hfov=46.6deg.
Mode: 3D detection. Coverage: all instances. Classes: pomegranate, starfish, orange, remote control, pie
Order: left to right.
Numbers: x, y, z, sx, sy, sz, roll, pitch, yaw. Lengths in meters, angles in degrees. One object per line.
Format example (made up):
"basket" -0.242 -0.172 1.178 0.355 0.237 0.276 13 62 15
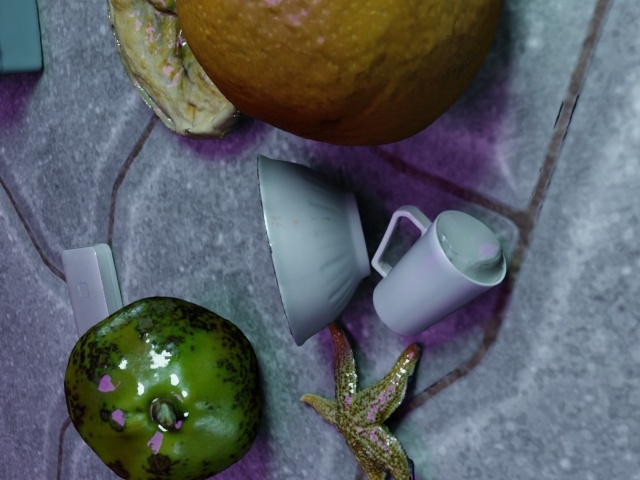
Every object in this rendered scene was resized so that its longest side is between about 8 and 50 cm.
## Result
"remote control" -0.322 0.130 1.093 0.103 0.034 0.250 -7 96 43
"pomegranate" -0.199 0.185 0.884 0.276 0.204 0.222 -23 101 46
"pie" -0.153 -0.238 0.803 0.274 0.055 0.274 28 129 41
"orange" 0.013 -0.204 0.559 0.264 0.264 0.264 12 109 39
"starfish" 0.038 0.182 0.781 0.176 0.053 0.208 -7 90 53

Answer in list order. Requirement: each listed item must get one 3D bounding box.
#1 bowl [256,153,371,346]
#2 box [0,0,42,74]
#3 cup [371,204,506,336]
"bowl" 0.000 0.000 0.714 0.086 0.189 0.189 -13 93 1
"box" -0.514 -0.309 1.088 0.227 0.130 0.162 9 106 39
"cup" 0.092 0.022 0.662 0.104 0.074 0.116 45 133 1
